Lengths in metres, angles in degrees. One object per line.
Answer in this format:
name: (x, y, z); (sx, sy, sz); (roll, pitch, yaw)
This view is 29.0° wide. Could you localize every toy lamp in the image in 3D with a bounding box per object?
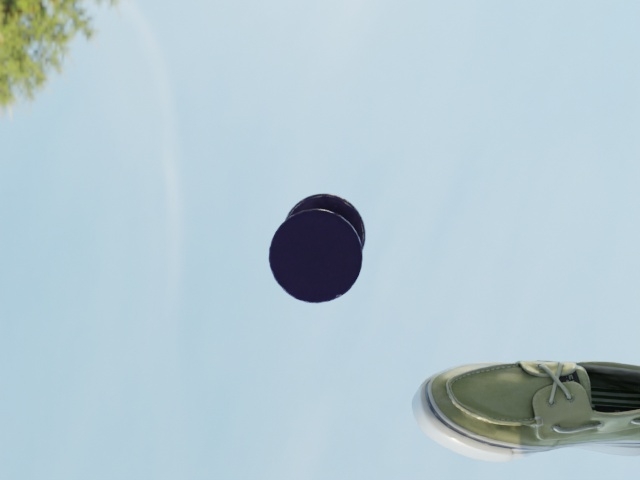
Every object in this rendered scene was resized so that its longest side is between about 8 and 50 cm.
toy lamp: (0.000, 0.000, 1.043); (0.080, 0.275, 0.080); (0, -87, 2)

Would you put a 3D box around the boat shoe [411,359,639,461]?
boat shoe: (0.241, 0.160, 1.266); (0.302, 0.094, 0.109); (4, -131, -21)
